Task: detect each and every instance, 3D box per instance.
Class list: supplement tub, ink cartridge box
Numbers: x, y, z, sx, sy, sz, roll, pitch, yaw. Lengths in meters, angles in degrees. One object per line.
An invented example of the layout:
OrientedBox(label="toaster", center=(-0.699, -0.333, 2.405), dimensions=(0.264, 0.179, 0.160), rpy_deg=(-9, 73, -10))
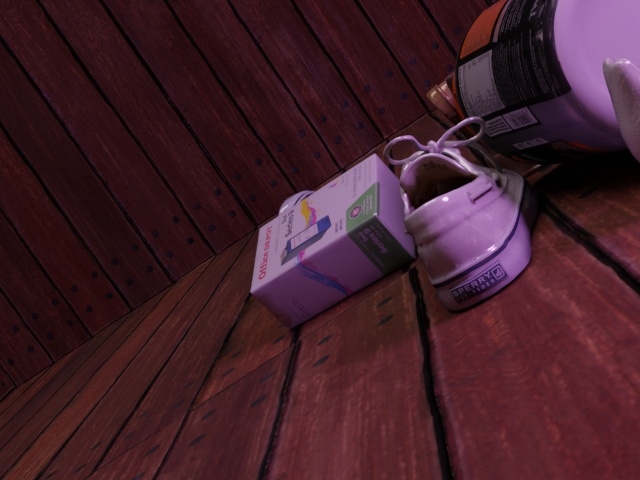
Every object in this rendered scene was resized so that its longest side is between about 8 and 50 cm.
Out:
OrientedBox(label="supplement tub", center=(0.273, -0.190, 1.087), dimensions=(0.207, 0.207, 0.338), rpy_deg=(-35, 6, -9))
OrientedBox(label="ink cartridge box", center=(0.017, 0.003, 1.353), dimensions=(0.212, 0.093, 0.154), rpy_deg=(-33, 28, 24))

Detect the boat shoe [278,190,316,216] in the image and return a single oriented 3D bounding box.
OrientedBox(label="boat shoe", center=(0.000, 0.000, 1.625), dimensions=(0.119, 0.121, 0.335), rpy_deg=(-25, 21, 17))

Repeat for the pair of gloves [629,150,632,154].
OrientedBox(label="pair of gloves", center=(0.359, -0.110, 1.034), dimensions=(0.083, 0.010, 0.074), rpy_deg=(-36, 6, 4))

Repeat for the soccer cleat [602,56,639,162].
OrientedBox(label="soccer cleat", center=(0.389, -0.182, 0.832), dimensions=(0.331, 0.143, 0.116), rpy_deg=(-34, 7, 0))

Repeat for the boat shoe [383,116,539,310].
OrientedBox(label="boat shoe", center=(0.136, -0.054, 1.074), dimensions=(0.136, 0.156, 0.367), rpy_deg=(-32, 8, 19))

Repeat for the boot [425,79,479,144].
OrientedBox(label="boot", center=(0.318, -0.268, 1.587), dimensions=(0.269, 0.089, 0.236), rpy_deg=(-42, -24, 12))

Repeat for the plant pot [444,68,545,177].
OrientedBox(label="plant pot", center=(0.264, -0.186, 1.361), dimensions=(0.167, 0.165, 0.167), rpy_deg=(-33, 8, 5))
